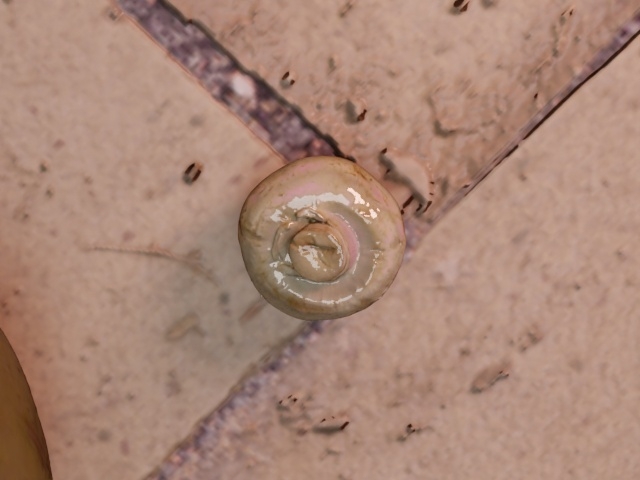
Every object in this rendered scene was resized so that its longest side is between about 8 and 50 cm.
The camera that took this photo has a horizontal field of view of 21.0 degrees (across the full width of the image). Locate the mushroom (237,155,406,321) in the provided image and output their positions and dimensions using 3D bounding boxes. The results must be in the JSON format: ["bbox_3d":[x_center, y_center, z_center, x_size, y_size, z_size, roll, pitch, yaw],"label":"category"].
[{"bbox_3d":[0.000,0.000,0.852,0.083,0.067,0.083,2,107,6],"label":"mushroom"}]

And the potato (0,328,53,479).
[{"bbox_3d":[-0.255,0.109,0.803,0.243,0.221,0.326,-11,104,13],"label":"potato"}]
